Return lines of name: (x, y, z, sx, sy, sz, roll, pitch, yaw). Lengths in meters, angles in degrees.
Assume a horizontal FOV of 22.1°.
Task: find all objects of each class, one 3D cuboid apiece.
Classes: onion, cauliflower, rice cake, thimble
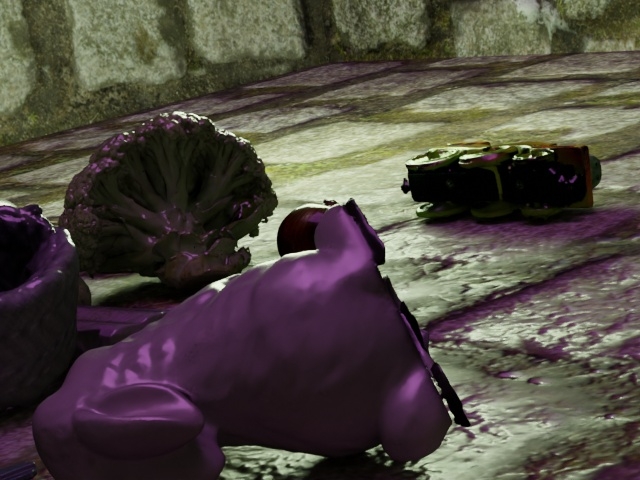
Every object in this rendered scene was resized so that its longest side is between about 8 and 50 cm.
onion: (0.000, 0.000, 2.032, 0.118, 0.119, 0.117, -12, -10, -12)
cauliflower: (-0.185, -0.022, 2.148, 0.275, 0.250, 0.272, -40, -33, 5)
rice cake: (-0.300, 0.107, 1.919, 0.298, 0.050, 0.106, 2, 17, 41)
thimble: (-0.372, 0.073, 1.743, 0.217, 0.157, 0.245, 28, 38, 28)

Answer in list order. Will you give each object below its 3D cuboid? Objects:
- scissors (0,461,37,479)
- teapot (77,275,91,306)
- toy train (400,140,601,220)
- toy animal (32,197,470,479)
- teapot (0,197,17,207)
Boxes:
scissors: (-0.445, 0.260, 1.374, 0.447, 0.029, 0.192, -17, 14, -28)
teapot: (-0.339, 0.075, 2.090, 0.083, 0.057, 0.067, -25, -8, -27)
toy train: (0.254, -0.087, 2.267, 0.296, 0.101, 0.160, 2, 15, 42)
toy animal: (-0.077, 0.129, 1.410, 0.357, 0.194, 0.258, -25, 37, 0)
teapot: (-0.471, 0.026, 2.225, 0.299, 0.166, 0.208, -12, -31, -44)
